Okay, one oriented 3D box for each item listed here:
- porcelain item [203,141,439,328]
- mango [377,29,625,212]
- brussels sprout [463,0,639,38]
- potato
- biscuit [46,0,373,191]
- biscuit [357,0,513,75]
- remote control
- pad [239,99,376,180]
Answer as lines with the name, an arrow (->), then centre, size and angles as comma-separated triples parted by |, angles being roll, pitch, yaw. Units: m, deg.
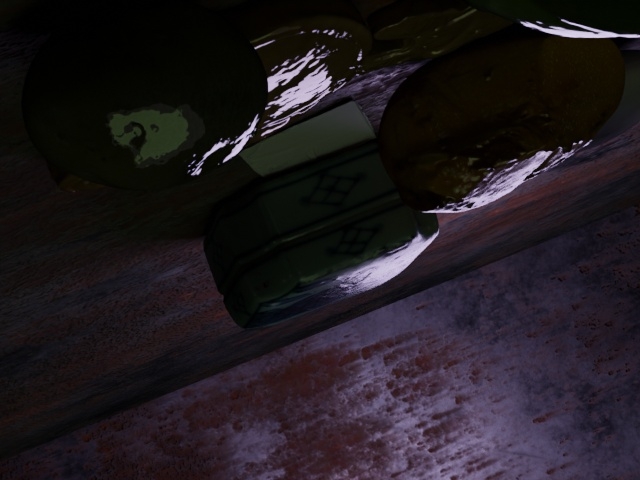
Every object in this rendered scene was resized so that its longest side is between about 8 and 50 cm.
porcelain item -> 0.000, 0.000, 2.328 | 0.281, 0.157, 0.286 | -22, 171, -17
mango -> 0.218, -0.159, 2.007 | 0.350, 0.199, 0.201 | -29, 136, -36
brussels sprout -> 0.181, -0.286, 1.048 | 0.371, 0.315, 0.276 | -40, -175, 38
potato -> -0.142, -0.119, 1.452 | 0.178, 0.160, 0.235 | 2, 175, 29
biscuit -> -0.102, -0.138, 1.721 | 0.351, 0.057, 0.312 | -31, 166, 34
biscuit -> 0.131, -0.228, 1.853 | 0.236, 0.040, 0.144 | -14, 171, -34
remote control -> 0.317, -0.167, 2.336 | 0.332, 0.103, 0.221 | -21, 163, -17
pad -> -0.012, -0.118, 2.136 | 0.156, 0.004, 0.232 | -25, 170, 5
